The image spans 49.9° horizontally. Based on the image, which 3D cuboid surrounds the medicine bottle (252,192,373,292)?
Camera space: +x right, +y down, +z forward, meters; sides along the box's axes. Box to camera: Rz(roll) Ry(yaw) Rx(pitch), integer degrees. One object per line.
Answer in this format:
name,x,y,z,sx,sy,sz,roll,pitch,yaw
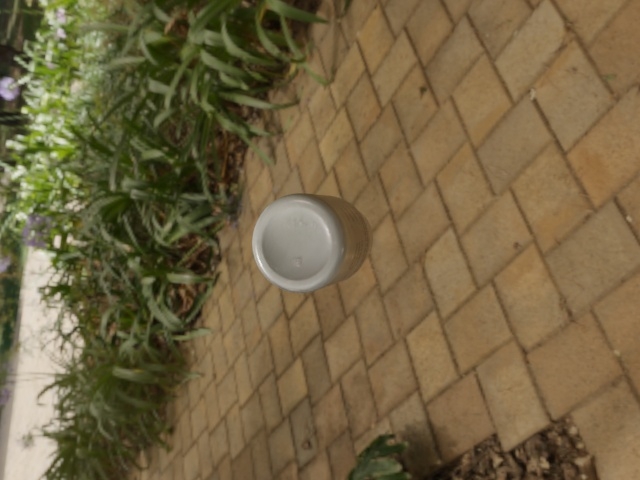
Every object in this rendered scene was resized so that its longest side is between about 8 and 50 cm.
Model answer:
medicine bottle,0.000,0.000,0.597,0.130,0.080,0.080,-9,-68,-73
